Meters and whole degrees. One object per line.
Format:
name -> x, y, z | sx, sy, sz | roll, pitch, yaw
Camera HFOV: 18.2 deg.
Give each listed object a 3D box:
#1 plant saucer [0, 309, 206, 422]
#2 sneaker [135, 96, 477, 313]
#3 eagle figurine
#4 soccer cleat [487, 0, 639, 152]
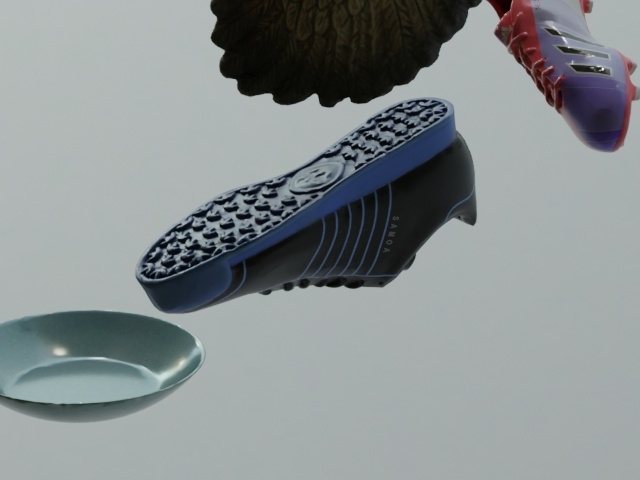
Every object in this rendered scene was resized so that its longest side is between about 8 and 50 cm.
plant saucer -> -0.187, 0.105, 1.561 | 0.195, 0.195, 0.037 | 22, -62, 45
sneaker -> 0.000, 0.000, 1.239 | 0.081, 0.232, 0.090 | 34, -31, 58
eagle figurine -> 0.039, -0.247, 1.211 | 0.226, 0.298, 0.225 | 39, -29, 9
soccer cleat -> 0.194, -0.153, 1.656 | 0.248, 0.095, 0.083 | -103, -158, -51
